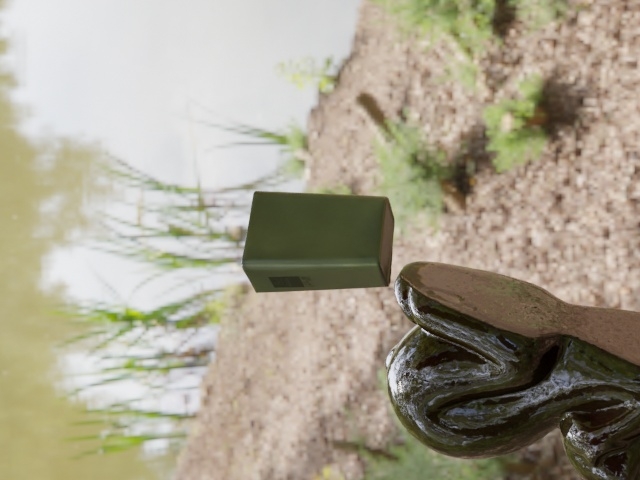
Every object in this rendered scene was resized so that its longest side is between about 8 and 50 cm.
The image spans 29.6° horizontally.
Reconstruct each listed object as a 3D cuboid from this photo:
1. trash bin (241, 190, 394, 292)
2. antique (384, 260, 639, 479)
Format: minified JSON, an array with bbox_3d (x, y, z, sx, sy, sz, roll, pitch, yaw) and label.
[{"bbox_3d":[0.000,0.000,0.803,0.043,0.092,0.060,64,-151,-57],"label":"trash bin"},{"bbox_3d":[0.171,0.118,0.940,0.121,0.257,0.143,-44,-35,-65],"label":"antique"}]
